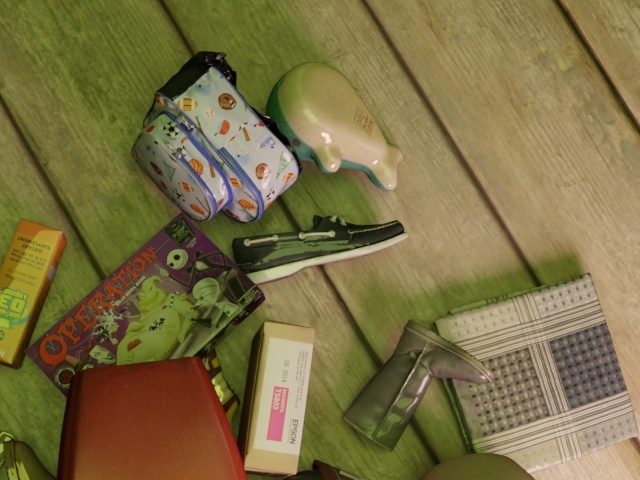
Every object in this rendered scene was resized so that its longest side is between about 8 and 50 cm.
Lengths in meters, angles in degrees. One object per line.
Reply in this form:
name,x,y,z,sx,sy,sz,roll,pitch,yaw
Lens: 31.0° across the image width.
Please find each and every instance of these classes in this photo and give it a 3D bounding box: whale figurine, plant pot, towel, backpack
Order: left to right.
plant pot,-0.262,0.303,1.702,0.267,0.267,0.235,-4,80,-16
backpack,-0.171,-0.149,1.904,0.263,0.276,0.213,39,77,-7
whale figurine,0.020,-0.184,2.015,0.272,0.141,0.216,37,43,-23
towel,0.372,0.241,2.023,0.324,0.056,0.312,-14,84,-15

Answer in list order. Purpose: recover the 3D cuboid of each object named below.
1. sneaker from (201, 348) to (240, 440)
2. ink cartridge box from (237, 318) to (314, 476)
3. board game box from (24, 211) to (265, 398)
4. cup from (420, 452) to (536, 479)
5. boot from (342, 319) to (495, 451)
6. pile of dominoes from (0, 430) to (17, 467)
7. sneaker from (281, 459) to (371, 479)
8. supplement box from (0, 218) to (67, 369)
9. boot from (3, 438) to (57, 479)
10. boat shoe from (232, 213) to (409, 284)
sneaker,-0.176,0.248,1.916,0.084,0.069,0.185,7,74,-28
ink cartridge box,-0.076,0.260,1.858,0.088,0.193,0.234,10,77,-7
board game box,-0.285,0.138,1.887,0.347,0.056,0.208,-44,67,-12
cup,0.259,0.482,1.835,0.331,0.331,0.237,-2,50,-10
boot,0.164,0.260,1.931,0.190,0.076,0.208,28,81,21
pile of dominoes,-0.629,0.382,1.828,0.196,0.040,0.251,28,67,-3
sneaker,-0.037,0.485,1.874,0.163,0.106,0.281,29,64,2
supplement box,-0.491,0.088,1.883,0.078,0.080,0.233,18,78,-3
boot,-0.347,0.389,1.844,0.270,0.089,0.236,-19,89,-14
boat shoe,0.000,0.000,1.969,0.303,0.114,0.091,-15,87,-13
